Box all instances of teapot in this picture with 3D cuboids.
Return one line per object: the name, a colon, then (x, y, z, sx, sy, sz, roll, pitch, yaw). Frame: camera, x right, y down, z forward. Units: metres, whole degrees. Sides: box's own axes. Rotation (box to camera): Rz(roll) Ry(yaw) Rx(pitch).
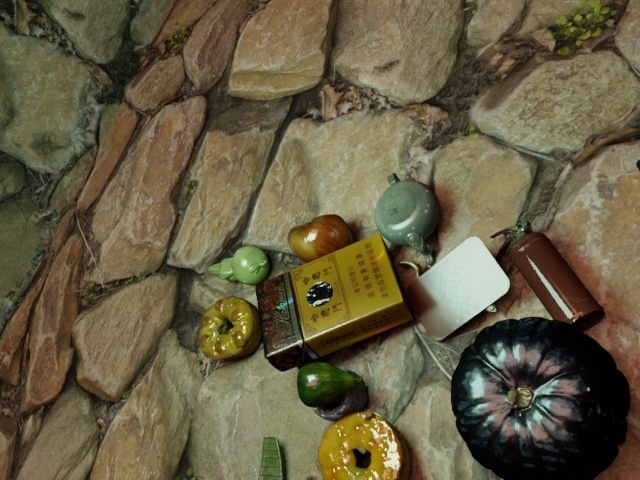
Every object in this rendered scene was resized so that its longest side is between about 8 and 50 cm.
teapot: (0.255, -0.077, 1.676, 0.193, 0.129, 0.294, -30, 52, 22)

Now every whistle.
whistle: (-0.278, 0.104, 2.000, 0.294, 0.141, 0.141, -26, 53, 48)

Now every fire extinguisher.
fire extinguisher: (0.532, 0.082, 1.417, 0.147, 0.107, 0.337, -54, 43, 33)

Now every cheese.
cheese: (0.263, 0.082, 1.638, 0.041, 0.060, 0.084, -48, 56, 7)

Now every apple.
apple: (0.000, 0.000, 1.792, 0.195, 0.173, 0.160, -25, 53, 29)

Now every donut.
donut: (-0.296, 0.291, 1.907, 0.227, 0.114, 0.226, -17, 60, 30)
donut: (0.110, 0.561, 1.477, 0.254, 0.118, 0.253, -14, 61, 27)

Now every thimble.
thimble: (0.047, 0.426, 1.600, 0.150, 0.098, 0.150, -16, 61, 31)

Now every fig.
fig: (0.021, 0.373, 1.518, 0.178, 0.117, 0.117, -12, 61, 22)

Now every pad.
pad: (0.351, 0.127, 1.510, 0.267, 0.004, 0.181, -45, 57, 27)

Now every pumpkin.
pumpkin: (0.458, 0.339, 1.226, 0.363, 0.266, 0.363, -16, 60, 31)

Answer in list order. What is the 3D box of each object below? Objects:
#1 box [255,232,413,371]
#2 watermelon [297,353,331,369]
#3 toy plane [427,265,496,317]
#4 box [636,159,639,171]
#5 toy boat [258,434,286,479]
box: (0.027, 0.178, 1.646, 0.415, 0.116, 0.264, -22, 48, 10)
watermelon: (-0.019, 0.337, 1.725, 0.135, 0.125, 0.094, -31, 13, -14)
toy plane: (0.377, 0.130, 1.528, 0.226, 0.058, 0.226, 37, 91, 38)
box: (0.828, -0.158, 1.360, 0.125, 0.027, 0.126, -22, 56, 23)
toy boat: (-0.140, 0.705, 1.631, 0.093, 0.055, 0.293, -10, 63, 33)
